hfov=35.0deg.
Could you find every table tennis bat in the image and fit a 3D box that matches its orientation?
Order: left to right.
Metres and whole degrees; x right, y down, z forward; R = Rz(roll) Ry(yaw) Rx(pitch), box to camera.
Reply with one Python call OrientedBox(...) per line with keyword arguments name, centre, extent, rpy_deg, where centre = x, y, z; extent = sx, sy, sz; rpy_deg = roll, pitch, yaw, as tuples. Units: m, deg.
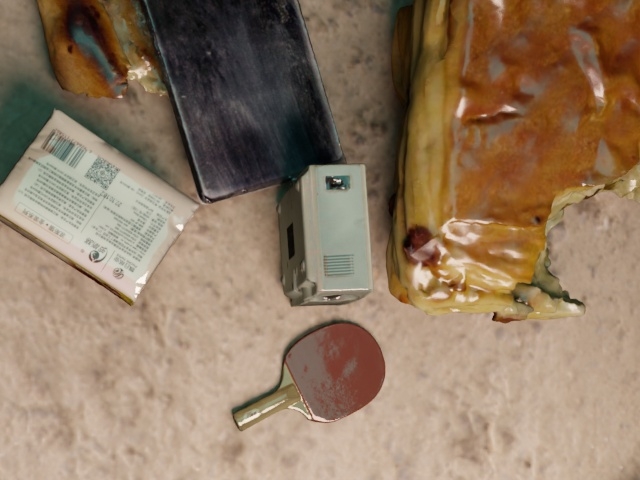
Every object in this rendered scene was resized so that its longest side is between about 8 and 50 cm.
OrientedBox(name="table tennis bat", centre=(-0.011, 0.136, 0.959), extent=(0.156, 0.013, 0.087), rpy_deg=(-27, 90, -16))

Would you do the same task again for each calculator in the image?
OrientedBox(name="calculator", centre=(-0.078, -0.175, 0.953), extent=(0.161, 0.021, 0.262), rpy_deg=(-17, 92, -27))

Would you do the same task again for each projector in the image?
OrientedBox(name="projector", centre=(0.000, 0.000, 0.910), extent=(0.061, 0.147, 0.115), rpy_deg=(-3, 82, -11))

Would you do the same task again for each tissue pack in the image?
OrientedBox(name="tissue pack", centre=(-0.198, -0.026, 0.895), extent=(0.148, 0.099, 0.106), rpy_deg=(34, 78, -6))

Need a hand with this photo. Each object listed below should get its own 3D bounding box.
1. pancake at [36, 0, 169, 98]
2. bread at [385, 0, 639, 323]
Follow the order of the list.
OrientedBox(name="pancake", centre=(-0.191, -0.241, 0.949), extent=(0.257, 0.056, 0.212), rpy_deg=(44, 74, -5))
OrientedBox(name="bread", centre=(0.208, -0.110, 0.957), extent=(0.314, 0.191, 0.370), rpy_deg=(2, 93, -18))
